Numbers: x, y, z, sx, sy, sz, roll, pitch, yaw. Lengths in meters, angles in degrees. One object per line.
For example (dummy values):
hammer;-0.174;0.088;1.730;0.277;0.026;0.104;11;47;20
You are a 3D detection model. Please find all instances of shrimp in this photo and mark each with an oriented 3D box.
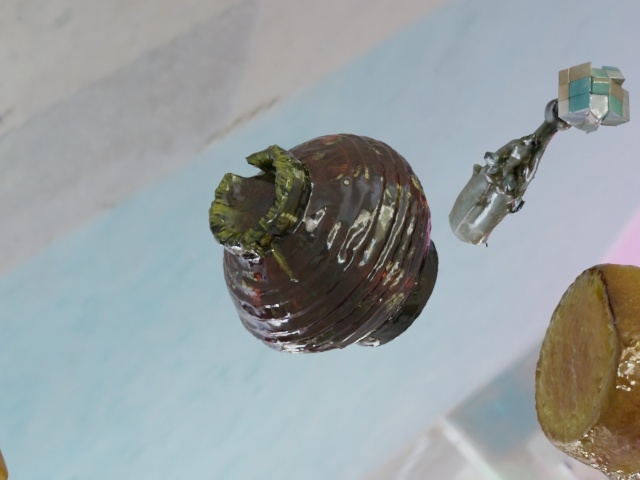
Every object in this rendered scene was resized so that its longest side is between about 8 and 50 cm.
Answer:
shrimp;0.265;-0.102;2.202;0.247;0.085;0.360;-50;174;-9

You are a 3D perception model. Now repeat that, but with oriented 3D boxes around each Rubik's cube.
Rubik's cube;0.320;-0.166;1.885;0.073;0.075;0.084;-16;169;40

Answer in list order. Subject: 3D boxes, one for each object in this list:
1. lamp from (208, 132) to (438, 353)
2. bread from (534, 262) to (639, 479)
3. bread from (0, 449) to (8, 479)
lamp;0.000;0.000;1.683;0.247;0.247;0.247;-39;163;-14
bread;0.410;0.176;2.231;0.312;0.172;0.312;-164;-90;-77
bread;-0.390;0.222;1.678;0.116;0.200;0.077;-5;121;-24
